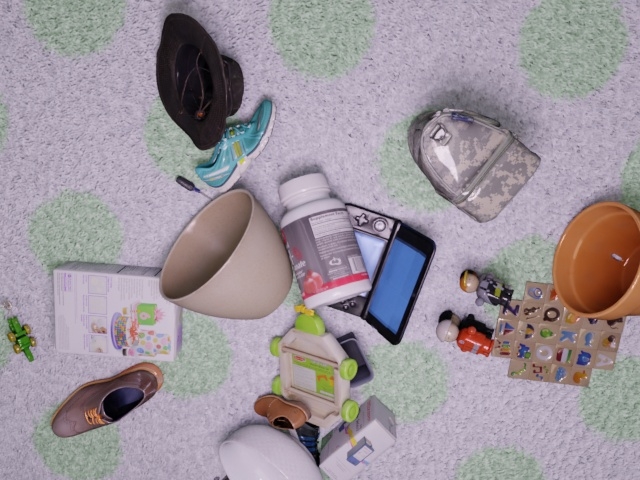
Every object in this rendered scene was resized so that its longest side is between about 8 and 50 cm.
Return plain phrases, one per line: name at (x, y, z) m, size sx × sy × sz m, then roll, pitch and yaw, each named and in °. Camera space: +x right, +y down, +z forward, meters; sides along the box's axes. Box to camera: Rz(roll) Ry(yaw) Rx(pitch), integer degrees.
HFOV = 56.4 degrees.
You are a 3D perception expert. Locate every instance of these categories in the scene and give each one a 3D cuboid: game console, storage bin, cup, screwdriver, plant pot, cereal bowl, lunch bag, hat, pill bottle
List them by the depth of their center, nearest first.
lunch bag at (0.332, -0.202, 1.412) m, size 0.256 × 0.305 × 0.212 m, roll 35°, pitch 101°, yaw -7°
hat at (-0.272, -0.395, 1.462) m, size 0.134 × 0.331 × 0.331 m, roll -21°, pitch 104°, yaw -35°
plant pot at (0.758, 0.067, 1.484) m, size 0.203 × 0.291 × 0.290 m, roll 14°, pitch 103°, yaw -18°
pill bottle at (0.000, 0.000, 1.506) m, size 0.176 × 0.176 × 0.318 m, roll -19°, pitch 81°, yaw 6°
cup at (-0.209, 0.071, 1.513) m, size 0.331 × 0.331 × 0.237 m, roll -42°, pitch 122°, yaw 10°
game console at (0.127, 0.083, 1.549) m, size 0.250 × 0.173 × 0.293 m, roll 18°, pitch 102°, yaw -2°
screwdriver at (-0.310, -0.124, 1.601) m, size 0.170 × 0.024 × 0.025 m, roll 28°, pitch 73°, yaw -10°
storage bin at (0.081, 0.325, 1.646) m, size 0.098 × 0.091 × 0.135 m, roll -25°, pitch 100°, yaw 7°
cereal bowl at (-0.114, 0.638, 1.652) m, size 0.339 × 0.141 × 0.339 m, roll 24°, pitch 134°, yaw 27°

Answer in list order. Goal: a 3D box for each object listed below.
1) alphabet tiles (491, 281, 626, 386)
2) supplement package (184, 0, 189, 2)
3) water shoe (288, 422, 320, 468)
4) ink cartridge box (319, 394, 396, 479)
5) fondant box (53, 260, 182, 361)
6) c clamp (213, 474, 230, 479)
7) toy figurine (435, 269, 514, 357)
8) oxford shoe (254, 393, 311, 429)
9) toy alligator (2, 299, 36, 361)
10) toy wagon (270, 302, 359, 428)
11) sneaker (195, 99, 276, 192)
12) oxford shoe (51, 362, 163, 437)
alphabet tiles at (0.657, 0.261, 1.652) m, size 0.343 × 0.011 × 0.285 m, roll 7°, pitch 102°, yaw 1°
supplement package at (-0.361, -0.682, 1.432) m, size 0.105 × 0.105 × 0.179 m, roll -41°, pitch 98°, yaw 10°
water shoe at (-0.032, 0.567, 1.714) m, size 0.080 × 0.073 × 0.203 m, roll -27°, pitch 101°, yaw 3°
ink cartridge box at (0.104, 0.555, 1.664) m, size 0.212 × 0.154 × 0.093 m, roll -41°, pitch 97°, yaw 11°
fondant box at (-0.551, 0.193, 1.640) m, size 0.330 × 0.096 × 0.238 m, roll 5°, pitch 103°, yaw 2°
c clamp at (-0.253, 0.757, 1.794) m, size 0.137 × 0.022 × 0.160 m, roll -44°, pitch 96°, yaw 5°
toy figurine at (0.395, 0.178, 1.545) m, size 0.148 × 0.213 × 0.209 m, roll 21°, pitch 100°, yaw 14°
oxford shoe at (-0.124, 0.478, 1.648) m, size 0.212 × 0.076 × 0.076 m, roll -8°, pitch 112°, yaw 47°
toy alligator at (-0.860, 0.256, 1.690) m, size 0.051 × 0.056 × 0.189 m, roll -7°, pitch 106°, yaw 45°
toy wagon at (-0.018, 0.329, 1.597) m, size 0.267 × 0.068 × 0.344 m, roll 9°, pitch 107°, yaw 38°
sneaker at (-0.209, -0.245, 1.510) m, size 0.110 × 0.107 × 0.275 m, roll 34°, pitch 102°, yaw -25°
oxford shoe at (-0.623, 0.466, 1.683) m, size 0.364 × 0.133 × 0.130 m, roll -31°, pitch 100°, yaw 9°
